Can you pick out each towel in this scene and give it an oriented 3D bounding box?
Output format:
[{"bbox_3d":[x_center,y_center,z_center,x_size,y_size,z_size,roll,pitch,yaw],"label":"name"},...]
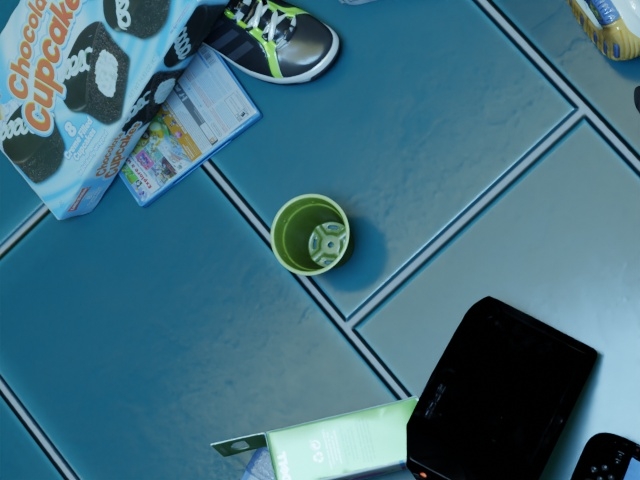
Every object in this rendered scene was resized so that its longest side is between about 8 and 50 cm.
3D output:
[{"bbox_3d":[-0.056,0.263,1.848,0.067,0.029,0.119,32,91,15],"label":"towel"}]

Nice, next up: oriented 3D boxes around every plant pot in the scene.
[{"bbox_3d":[0.000,0.000,1.845,0.083,0.079,0.083,-3,80,16],"label":"plant pot"}]

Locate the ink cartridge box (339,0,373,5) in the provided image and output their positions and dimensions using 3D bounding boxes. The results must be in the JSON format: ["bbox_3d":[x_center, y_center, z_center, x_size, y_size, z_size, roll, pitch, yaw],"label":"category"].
[{"bbox_3d":[0.069,-0.367,1.875,0.153,0.087,0.208,-12,79,16],"label":"ink cartridge box"}]

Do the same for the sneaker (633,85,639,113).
[{"bbox_3d":[0.411,-0.206,1.716,0.130,0.109,0.286,34,91,-6],"label":"sneaker"}]

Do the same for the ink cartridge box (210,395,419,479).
[{"bbox_3d":[0.004,0.211,1.774,0.209,0.109,0.062,-13,78,1],"label":"ink cartridge box"}]

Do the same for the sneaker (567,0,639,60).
[{"bbox_3d":[0.276,-0.324,1.810,0.131,0.112,0.296,-30,78,-5],"label":"sneaker"}]

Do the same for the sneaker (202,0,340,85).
[{"bbox_3d":[-0.094,-0.235,1.890,0.235,0.097,0.084,22,78,15],"label":"sneaker"}]

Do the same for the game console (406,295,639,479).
[{"bbox_3d":[0.267,0.209,1.706,0.361,0.044,0.213,27,55,7],"label":"game console"}]

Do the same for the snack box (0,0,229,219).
[{"bbox_3d":[-0.243,-0.199,1.892,0.187,0.060,0.322,49,124,18],"label":"snack box"}]

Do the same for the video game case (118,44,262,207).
[{"bbox_3d":[-0.160,-0.131,1.948,0.166,0.015,0.119,-37,74,9],"label":"video game case"}]
